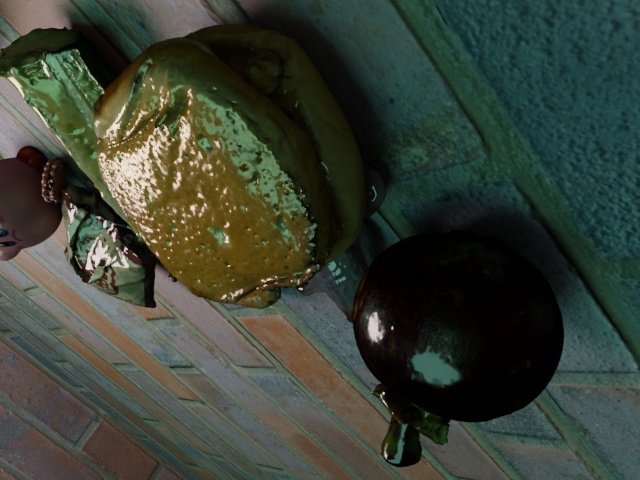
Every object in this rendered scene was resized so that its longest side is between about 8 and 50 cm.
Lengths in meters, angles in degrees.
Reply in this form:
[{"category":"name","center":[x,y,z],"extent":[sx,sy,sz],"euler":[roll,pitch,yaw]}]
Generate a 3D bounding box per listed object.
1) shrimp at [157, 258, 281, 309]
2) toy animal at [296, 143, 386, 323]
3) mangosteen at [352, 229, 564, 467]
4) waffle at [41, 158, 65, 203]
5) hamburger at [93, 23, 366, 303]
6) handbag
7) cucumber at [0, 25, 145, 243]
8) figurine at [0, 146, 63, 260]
[{"category":"shrimp","center":[-0.187,0.040,1.062],"extent":[0.294,0.062,0.154],"euler":[5,126,33]},{"category":"toy animal","center":[0.021,0.009,0.799],"extent":[0.195,0.090,0.324],"euler":[43,146,1]},{"category":"mangosteen","center":[0.137,0.131,0.693],"extent":[0.231,0.289,0.231],"euler":[15,-173,-2]},{"category":"waffle","center":[-0.462,-0.104,1.085],"extent":[0.029,0.083,0.075],"euler":[6,113,-10]},{"category":"hamburger","center":[-0.103,-0.074,0.686],"extent":[0.305,0.174,0.284],"euler":[-9,114,52]},{"category":"handbag","center":[-0.391,0.025,1.148],"extent":[0.213,0.127,0.235],"euler":[35,149,5]},{"category":"cucumber","center":[-0.287,-0.140,0.864],"extent":[0.145,0.105,0.325],"euler":[-13,131,16]},{"category":"figurine","center":[-0.557,-0.064,1.135],"extent":[0.173,0.173,0.173],"euler":[23,147,16]}]
